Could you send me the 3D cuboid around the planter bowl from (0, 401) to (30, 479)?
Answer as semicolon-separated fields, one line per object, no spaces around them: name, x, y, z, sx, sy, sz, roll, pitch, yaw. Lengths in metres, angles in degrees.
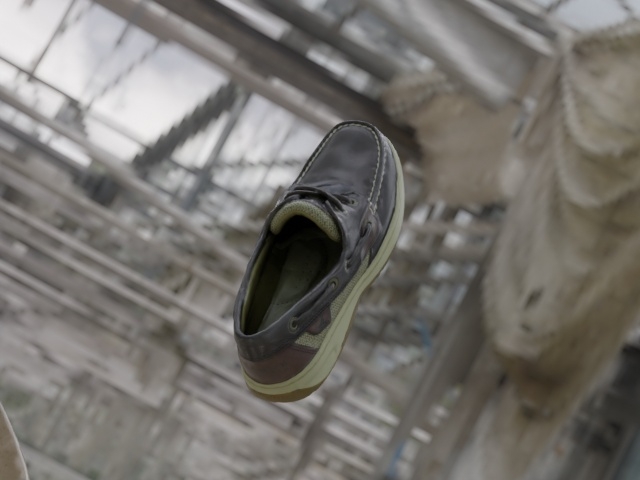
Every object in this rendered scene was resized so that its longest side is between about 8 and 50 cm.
planter bowl;-0.191;0.053;0.673;0.162;0.109;0.162;56;0;0

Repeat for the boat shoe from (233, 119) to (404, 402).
boat shoe;-0.001;0.000;1.287;0.080;0.223;0.073;8;-34;22
